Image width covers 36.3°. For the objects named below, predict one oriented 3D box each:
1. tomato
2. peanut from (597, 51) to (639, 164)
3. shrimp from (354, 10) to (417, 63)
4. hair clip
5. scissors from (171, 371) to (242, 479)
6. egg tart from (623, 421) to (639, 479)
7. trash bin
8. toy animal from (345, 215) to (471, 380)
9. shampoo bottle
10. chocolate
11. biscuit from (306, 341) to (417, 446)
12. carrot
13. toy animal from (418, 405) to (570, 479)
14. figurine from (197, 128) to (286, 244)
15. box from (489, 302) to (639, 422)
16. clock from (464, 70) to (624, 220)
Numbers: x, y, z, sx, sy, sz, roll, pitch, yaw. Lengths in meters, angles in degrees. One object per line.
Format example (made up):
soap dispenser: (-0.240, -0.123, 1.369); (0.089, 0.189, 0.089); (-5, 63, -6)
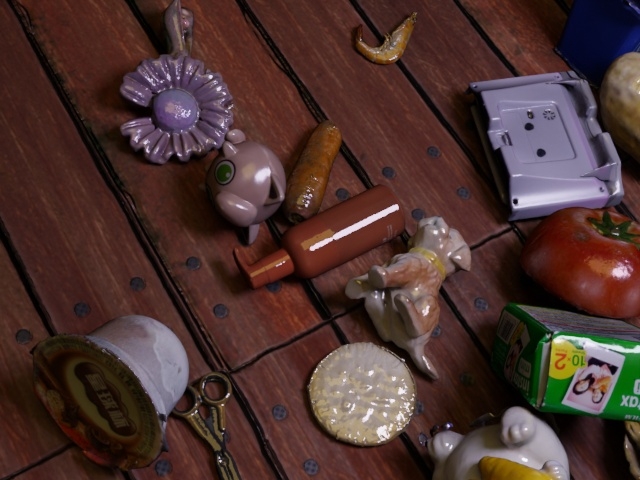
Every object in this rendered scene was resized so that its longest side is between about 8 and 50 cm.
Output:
tomato: (0.395, 0.015, 1.362); (0.225, 0.085, 0.225); (6, 29, -3)
peanut: (0.507, -0.180, 1.490); (0.129, 0.129, 0.224); (-35, 89, -22)
shrimp: (0.111, -0.344, 1.607); (0.091, 0.025, 0.127); (34, 66, 13)
hair clip: (-0.221, -0.258, 1.497); (0.173, 0.069, 0.300); (-1, 62, -7)
scissors: (-0.127, 0.274, 1.249); (0.088, 0.017, 0.220); (-17, 66, -16)
egg tart: (0.534, 0.261, 1.279); (0.297, 0.132, 0.297); (-1, 48, 1)
trash bin: (0.474, -0.374, 1.545); (0.162, 0.234, 0.184); (-31, 69, -22)
toy animal: (0.155, 0.073, 1.363); (0.185, 0.104, 0.184); (-41, 101, -41)
shampoo bottle: (0.001, 0.002, 1.374); (0.244, 0.085, 0.085); (-24, 67, -18)
chocolate: (-0.245, 0.173, 1.225); (0.221, 0.221, 0.147); (32, 35, 11)
biscuit: (0.058, 0.205, 1.305); (0.152, 0.020, 0.152); (2, 61, -5)
carrot: (-0.012, -0.105, 1.446); (0.060, 0.060, 0.186); (16, 59, 3)
toy animal: (0.203, 0.355, 1.130); (0.183, 0.247, 0.310); (-3, 45, 11)
figurine: (-0.108, -0.079, 1.382); (0.125, 0.125, 0.138); (-20, 69, -16)
box: (0.324, 0.151, 1.236); (0.180, 0.250, 0.103); (7, 96, -3)
clock: (0.342, -0.150, 1.495); (0.186, 0.083, 0.253); (-9, 63, -10)
